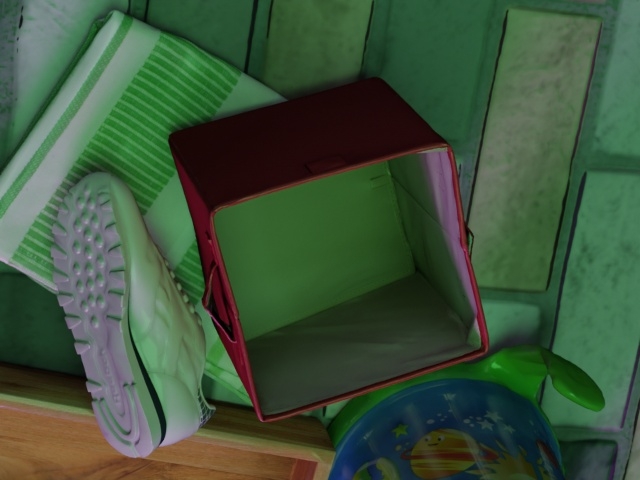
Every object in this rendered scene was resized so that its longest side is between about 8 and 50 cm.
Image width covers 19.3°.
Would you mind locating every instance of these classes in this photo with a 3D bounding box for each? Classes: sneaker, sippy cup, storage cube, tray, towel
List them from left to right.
[{"bbox_3d":[-0.214,0.221,1.618,0.411,0.076,0.203,12,108,-17],"label":"tray"},{"bbox_3d":[-0.148,0.054,1.529,0.095,0.090,0.235,-21,108,-40],"label":"sneaker"},{"bbox_3d":[-0.100,-0.020,1.569,0.325,0.038,0.248,30,101,-21],"label":"towel"},{"bbox_3d":[0.000,0.000,1.479,0.215,0.193,0.183,-16,113,-8],"label":"storage cube"},{"bbox_3d":[0.126,0.252,1.623,0.240,0.224,0.305,-7,112,-10],"label":"sippy cup"}]
